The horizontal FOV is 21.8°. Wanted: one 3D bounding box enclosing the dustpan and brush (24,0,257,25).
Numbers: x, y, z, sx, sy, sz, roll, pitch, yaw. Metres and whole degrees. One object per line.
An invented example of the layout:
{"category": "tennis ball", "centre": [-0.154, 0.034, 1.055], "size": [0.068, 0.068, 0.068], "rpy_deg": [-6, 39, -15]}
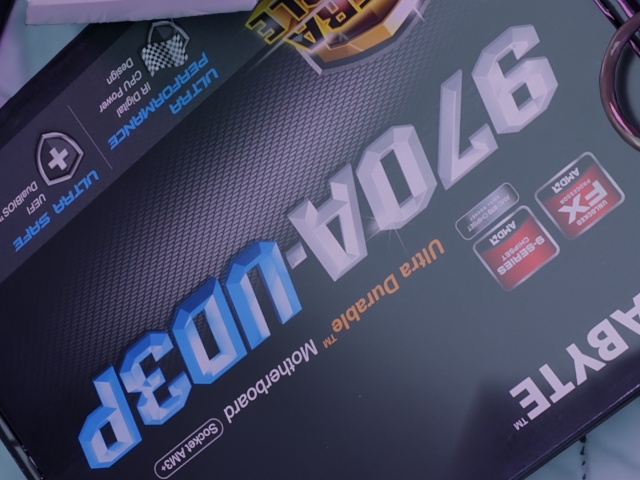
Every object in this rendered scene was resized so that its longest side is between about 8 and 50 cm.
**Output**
{"category": "dustpan and brush", "centre": [-0.019, -0.162, 0.451], "size": [0.147, 0.060, 0.211], "rpy_deg": [8, 64, 56]}

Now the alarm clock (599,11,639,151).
{"category": "alarm clock", "centre": [0.152, -0.074, 0.382], "size": [0.192, 0.064, 0.129], "rpy_deg": [-30, 82, 9]}

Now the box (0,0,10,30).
{"category": "box", "centre": [-0.171, -0.128, 0.507], "size": [0.156, 0.093, 0.158], "rpy_deg": [24, 101, 18]}

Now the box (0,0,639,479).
{"category": "box", "centre": [0.000, 0.000, 0.470], "size": [0.220, 0.051, 0.175], "rpy_deg": [-39, 79, 19]}
